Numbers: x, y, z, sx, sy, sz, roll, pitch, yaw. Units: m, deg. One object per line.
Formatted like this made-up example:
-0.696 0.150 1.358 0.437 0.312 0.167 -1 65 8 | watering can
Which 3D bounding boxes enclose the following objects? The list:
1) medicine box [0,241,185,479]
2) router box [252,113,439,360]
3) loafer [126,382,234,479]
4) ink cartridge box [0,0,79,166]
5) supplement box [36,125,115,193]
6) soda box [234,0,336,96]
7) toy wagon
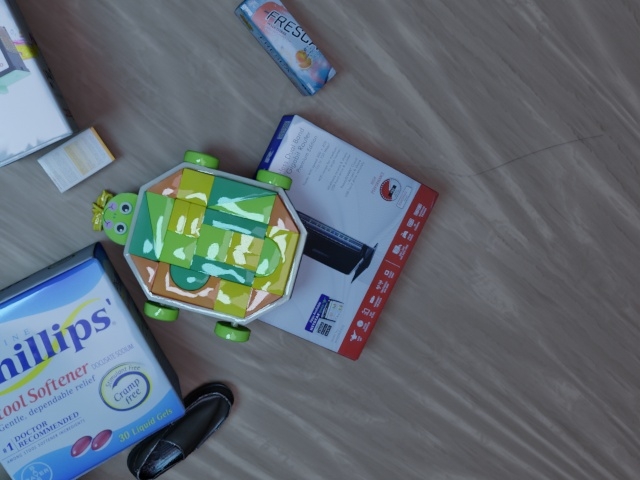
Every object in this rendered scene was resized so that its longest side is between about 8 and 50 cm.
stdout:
-0.394 0.193 1.000 0.263 0.149 0.289 -29 108 -11 | medicine box
0.000 0.000 1.128 0.301 0.082 0.335 25 91 -20 | router box
-0.233 0.340 1.115 0.220 0.078 0.080 -44 109 -6 | loafer
-0.444 -0.249 0.876 0.117 0.201 0.278 -26 107 -12 | ink cartridge box
-0.378 -0.126 1.007 0.098 0.036 0.062 -34 108 -10 | supplement box
-0.057 -0.325 1.061 0.058 0.063 0.183 -44 109 -5 | soda box
-0.200 -0.002 1.007 0.344 0.068 0.267 15 91 1 | toy wagon
